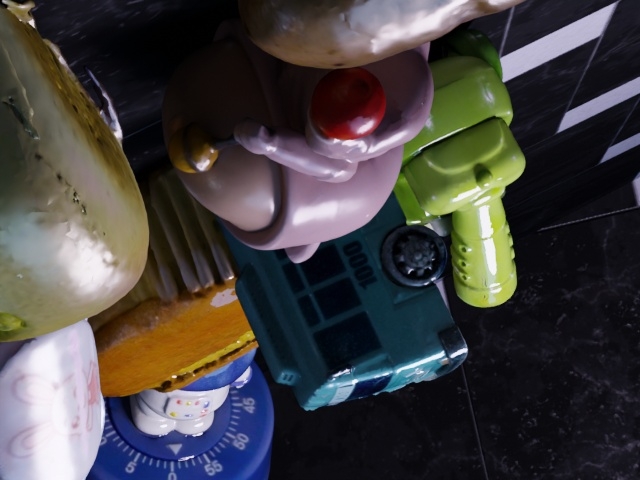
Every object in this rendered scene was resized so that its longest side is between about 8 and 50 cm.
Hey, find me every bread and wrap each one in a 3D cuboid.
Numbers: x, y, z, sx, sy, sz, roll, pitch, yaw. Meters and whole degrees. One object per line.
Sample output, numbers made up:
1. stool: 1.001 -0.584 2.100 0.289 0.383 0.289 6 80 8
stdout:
1. bread: -0.185 -0.025 1.051 0.158 0.156 0.260 -25 136 5
2. bread: -0.113 0.031 1.654 0.288 0.156 0.204 -29 169 26

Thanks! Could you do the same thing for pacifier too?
1. pacifier: -0.286 0.110 1.513 0.226 0.287 0.238 15 -148 40

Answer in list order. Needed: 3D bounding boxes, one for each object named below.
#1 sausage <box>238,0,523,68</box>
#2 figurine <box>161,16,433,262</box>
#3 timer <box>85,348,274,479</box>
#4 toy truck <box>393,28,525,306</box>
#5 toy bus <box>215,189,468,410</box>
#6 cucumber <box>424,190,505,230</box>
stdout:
1. sausage: 0.169 -0.236 1.003 0.501 0.123 0.136 -29 142 18
2. figurine: -0.013 -0.094 1.230 0.186 0.176 0.287 -2 168 -24
3. timer: -0.157 0.152 2.098 0.270 0.270 0.383 -22 156 -25
4. toy truck: 0.102 -0.065 1.617 0.148 0.210 0.187 -24 153 -16
5. toy bus: 0.000 0.000 1.464 0.147 0.256 0.128 -22 171 -11
6. cucumber: 0.038 -0.041 1.874 0.325 0.105 0.145 -22 144 -28
